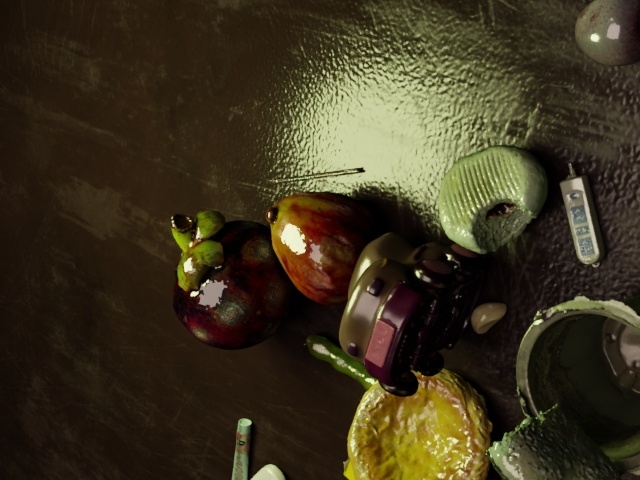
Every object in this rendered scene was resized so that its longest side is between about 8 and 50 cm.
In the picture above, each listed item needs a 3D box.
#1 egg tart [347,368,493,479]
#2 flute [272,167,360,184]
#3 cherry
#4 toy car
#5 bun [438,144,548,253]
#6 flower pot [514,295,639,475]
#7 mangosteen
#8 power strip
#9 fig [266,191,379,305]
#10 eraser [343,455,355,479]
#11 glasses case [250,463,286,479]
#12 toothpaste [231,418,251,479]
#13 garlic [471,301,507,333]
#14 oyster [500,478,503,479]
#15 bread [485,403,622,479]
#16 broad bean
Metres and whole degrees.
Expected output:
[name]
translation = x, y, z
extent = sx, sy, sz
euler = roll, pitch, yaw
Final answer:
[egg tart]
translation = 0.208, 0.410, 1.831
extent = 0.319, 0.128, 0.319
euler = -7, 70, 20
[flute]
translation = -0.012, -0.144, 2.032
extent = 0.269, 0.014, 0.014
euler = -4, 95, 43
[cherry]
translation = 0.487, -0.379, 1.477
extent = 0.148, 0.115, 0.188
euler = -151, 64, -79
[toy car]
translation = 0.146, 0.113, 1.714
extent = 0.240, 0.340, 0.271
euler = 29, 116, 26
[bun]
translation = 0.324, -0.069, 1.661
extent = 0.212, 0.126, 0.204
euler = -8, 67, 37
[flower pot]
translation = 0.497, 0.210, 1.467
extent = 0.290, 0.259, 0.290
euler = 10, 105, 40
[mangosteen]
translation = -0.223, 0.085, 2.048
extent = 0.306, 0.359, 0.306
euler = -41, 34, 36
[power strip]
translation = 0.465, -0.045, 1.603
extent = 0.047, 0.030, 0.191
euler = -14, 89, 42
[fig]
translation = 0.011, 0.005, 1.913
extent = 0.224, 0.224, 0.263
euler = -51, 61, 36
[eraser]
translation = 0.162, 0.511, 1.963
extent = 0.226, 0.069, 0.158
euler = 36, 122, 32
[glasses case]
translation = -0.157, 0.656, 2.289
extent = 0.092, 0.059, 0.233
euler = 54, 127, 23
[toothpaste]
translation = -0.203, 0.556, 2.331
extent = 0.056, 0.036, 0.205
euler = 23, 117, 36
[garlic]
translation = 0.322, 0.151, 1.762
extent = 0.083, 0.053, 0.041
euler = -58, 37, 39
[oyster]
translation = 0.429, 0.483, 1.737
extent = 0.200, 0.061, 0.106
euler = 26, 97, 34
[bread]
translation = 0.361, 0.325, 1.358
extent = 0.232, 0.172, 0.064
euler = 25, 127, -14
[broad bean]
translation = 0.063, 0.280, 2.021
extent = 0.256, 0.053, 0.052
euler = 29, 79, 35
